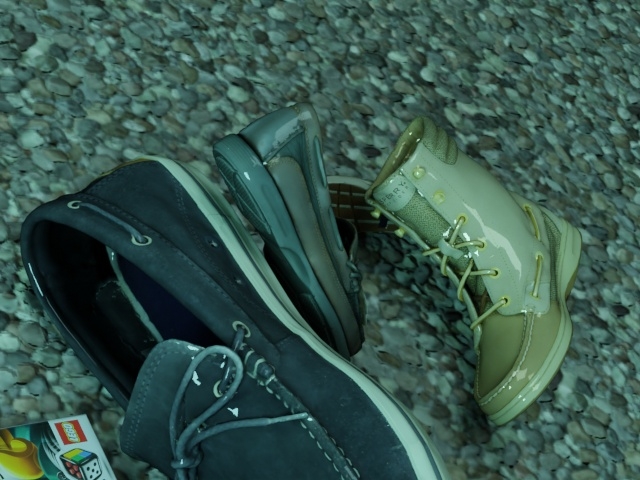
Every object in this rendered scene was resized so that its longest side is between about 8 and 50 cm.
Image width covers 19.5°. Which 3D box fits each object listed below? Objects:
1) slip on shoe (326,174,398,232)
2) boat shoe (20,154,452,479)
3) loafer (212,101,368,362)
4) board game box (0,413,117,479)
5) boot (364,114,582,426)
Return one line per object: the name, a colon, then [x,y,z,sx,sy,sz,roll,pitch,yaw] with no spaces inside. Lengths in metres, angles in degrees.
slip on shoe: [0.042,-0.036,1.699,0.135,0.051,0.041,5,24,-27]
boat shoe: [-0.064,0.130,1.366,0.156,0.187,0.500,-12,50,-38]
loafer: [0.000,0.000,1.478,0.084,0.267,0.096,-37,48,-10]
board game box: [-0.190,0.264,1.244,0.193,0.053,0.305,-7,54,-37]
boot: [0.125,0.020,1.617,0.203,0.095,0.262,39,40,-16]
